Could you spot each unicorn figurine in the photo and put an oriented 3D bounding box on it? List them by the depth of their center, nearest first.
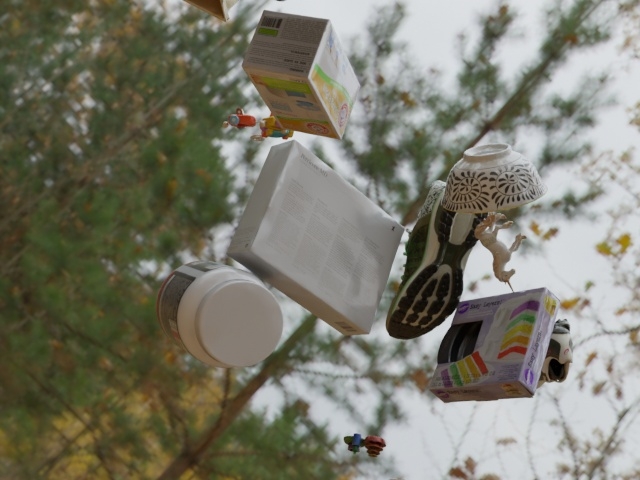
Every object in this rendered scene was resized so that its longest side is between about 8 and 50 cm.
[{"bbox_3d":[0.397,0.018,2.214,0.162,0.111,0.060,44,-1,-1],"label":"unicorn figurine"}]

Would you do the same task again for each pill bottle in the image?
[{"bbox_3d":[-0.215,0.156,2.141,0.210,0.210,0.363,50,-13,-15],"label":"pill bottle"}]

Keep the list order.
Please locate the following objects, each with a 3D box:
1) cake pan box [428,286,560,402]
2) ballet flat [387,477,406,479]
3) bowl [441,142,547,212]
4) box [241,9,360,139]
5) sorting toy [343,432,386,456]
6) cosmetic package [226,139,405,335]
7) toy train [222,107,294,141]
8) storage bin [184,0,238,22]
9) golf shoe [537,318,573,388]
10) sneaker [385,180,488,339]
[{"bbox_3d":[0.377,0.231,2.218,0.070,0.246,0.267,43,-34,-26],"label":"cake pan box"},{"bbox_3d":[0.164,0.471,1.626,0.206,0.073,0.067,44,17,24],"label":"ballet flat"},{"bbox_3d":[0.271,-0.107,1.609,0.170,0.170,0.080,16,-58,55],"label":"bowl"},{"bbox_3d":[-0.025,-0.252,1.566,0.114,0.103,0.203,13,-17,20],"label":"box"},{"bbox_3d":[0.087,0.430,2.105,0.102,0.042,0.061,-11,-34,39],"label":"sorting toy"},{"bbox_3d":[0.000,0.000,2.248,0.377,0.284,0.097,37,-27,-31],"label":"cosmetic package"},{"bbox_3d":[-0.122,-0.243,2.075,0.125,0.046,0.166,0,-6,15],"label":"toy train"},{"bbox_3d":[-0.229,-0.525,1.602,0.262,0.123,0.260,31,-26,27],"label":"storage bin"},{"bbox_3d":[0.530,0.301,2.421,0.273,0.105,0.120,98,-16,-51],"label":"golf shoe"},{"bbox_3d":[0.254,0.039,2.386,0.158,0.410,0.182,19,12,-27],"label":"sneaker"}]
